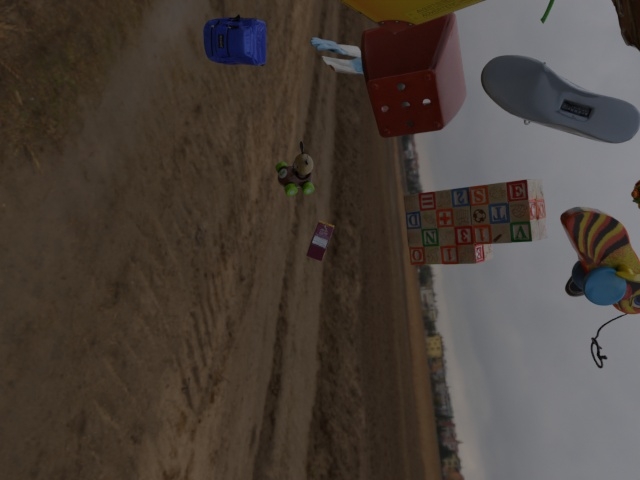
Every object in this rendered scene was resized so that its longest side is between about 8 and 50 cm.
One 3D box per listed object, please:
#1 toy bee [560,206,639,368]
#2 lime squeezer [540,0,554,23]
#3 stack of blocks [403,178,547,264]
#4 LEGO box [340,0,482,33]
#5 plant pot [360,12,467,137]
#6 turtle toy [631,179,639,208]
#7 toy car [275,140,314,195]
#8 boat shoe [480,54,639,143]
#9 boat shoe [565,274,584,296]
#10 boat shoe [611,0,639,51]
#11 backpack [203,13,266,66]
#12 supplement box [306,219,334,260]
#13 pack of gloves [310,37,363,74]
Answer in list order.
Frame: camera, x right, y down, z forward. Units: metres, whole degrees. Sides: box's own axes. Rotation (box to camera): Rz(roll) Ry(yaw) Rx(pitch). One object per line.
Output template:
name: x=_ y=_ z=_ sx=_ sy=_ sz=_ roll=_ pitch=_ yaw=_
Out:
toy bee: x=0.557 y=0.066 z=0.951 sx=0.195 sy=0.162 sz=0.298 roll=-84 pitch=154 yaw=-55
lime squeezer: x=0.802 y=-0.823 z=1.593 sx=0.059 sy=0.310 sz=0.110 roll=-22 pitch=82 yaw=-50
stack of blocks: x=0.343 y=-0.036 z=1.162 sx=0.087 sy=0.297 sz=0.171 roll=-8 pitch=93 yaw=-47
LEGO box: x=0.184 y=-0.497 z=0.670 sx=0.372 sy=0.500 sz=0.193 roll=9 pitch=83 yaw=-45
plant pot: x=0.251 y=-0.433 z=1.433 sx=0.235 sy=0.267 sz=0.267 roll=-72 pitch=149 yaw=-42
turtle toy: x=0.896 y=-0.147 z=1.388 sx=0.066 sy=0.130 sz=0.095 roll=46 pitch=46 yaw=7
toy car: x=-0.089 y=-0.302 z=2.094 sx=0.188 sy=0.149 sz=0.155 roll=113 pitch=-38 yaw=-49
boat shoe: x=0.558 y=-0.334 z=1.231 sx=0.156 sy=0.367 sz=0.135 roll=-34 pitch=145 yaw=-74
boat shoe: x=0.781 y=0.084 z=1.447 sx=0.075 sy=0.206 sz=0.065 roll=60 pitch=13 yaw=27
boat shoe: x=0.507 y=-0.417 z=0.809 sx=0.324 sy=0.123 sz=0.116 roll=51 pitch=-2 yaw=-37
backpack: x=-0.181 y=-0.413 z=1.057 sx=0.101 sy=0.120 sz=0.098 roll=-48 pitch=144 yaw=-69
supplement box: x=0.000 y=0.000 z=1.285 sx=0.055 sy=0.043 sz=0.083 roll=111 pitch=0 yaw=-50
pack of gloves: x=0.091 y=-0.592 z=1.623 sx=0.195 sy=0.232 sz=0.046 roll=56 pitch=-46 yaw=29
